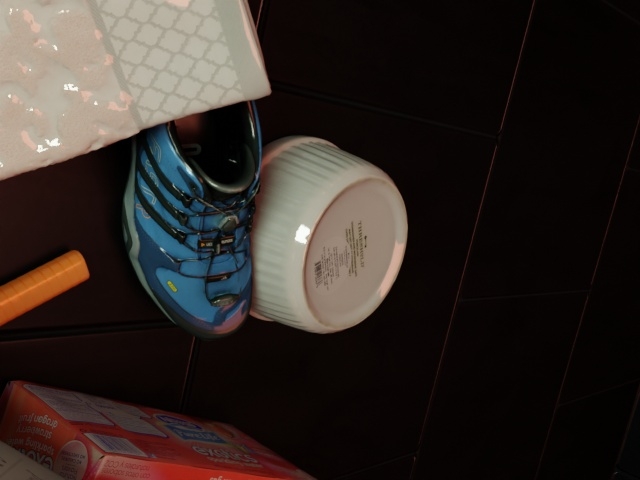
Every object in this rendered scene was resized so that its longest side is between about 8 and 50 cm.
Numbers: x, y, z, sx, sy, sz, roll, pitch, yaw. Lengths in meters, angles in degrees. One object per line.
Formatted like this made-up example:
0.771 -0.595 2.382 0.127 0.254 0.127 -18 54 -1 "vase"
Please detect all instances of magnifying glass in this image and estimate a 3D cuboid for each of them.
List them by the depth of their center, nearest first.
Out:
-0.283 0.071 0.598 0.231 0.026 0.092 -34 129 -36 "magnifying glass"

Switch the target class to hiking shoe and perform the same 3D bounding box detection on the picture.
-0.105 -0.036 0.653 0.113 0.132 0.304 -18 117 -23 "hiking shoe"

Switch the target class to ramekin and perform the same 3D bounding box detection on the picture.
0.000 0.000 0.820 0.207 0.109 0.207 -23 123 -41 "ramekin"

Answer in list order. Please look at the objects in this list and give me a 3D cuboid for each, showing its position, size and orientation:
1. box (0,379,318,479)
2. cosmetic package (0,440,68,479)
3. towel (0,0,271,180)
-0.156 0.242 0.717 0.300 0.154 0.142 30 83 -51 "box"
-0.273 0.224 0.306 0.394 0.329 0.327 34 77 -6 "cosmetic package"
-0.210 -0.188 0.443 0.317 0.053 0.331 -18 122 -8 "towel"
